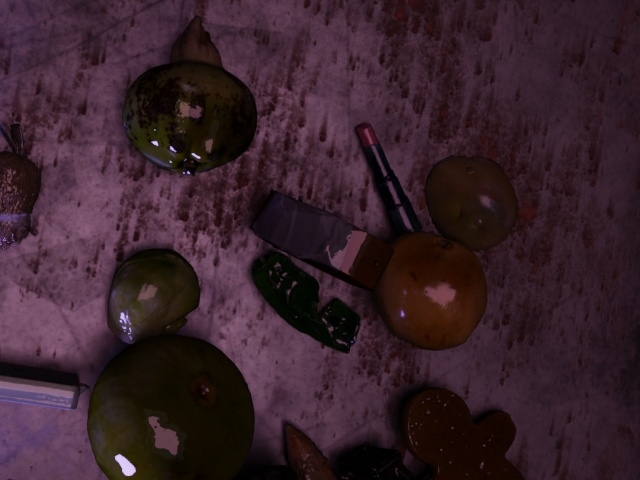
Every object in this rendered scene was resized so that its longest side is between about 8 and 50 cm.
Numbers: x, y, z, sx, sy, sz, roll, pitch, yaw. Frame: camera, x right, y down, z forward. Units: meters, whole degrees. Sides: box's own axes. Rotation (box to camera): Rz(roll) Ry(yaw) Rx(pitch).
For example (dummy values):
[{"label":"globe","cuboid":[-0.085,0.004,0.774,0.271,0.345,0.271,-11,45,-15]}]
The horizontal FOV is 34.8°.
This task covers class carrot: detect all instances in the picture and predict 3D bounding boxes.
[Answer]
[{"label":"carrot","cuboid":[-0.009,0.470,1.969,0.102,0.102,0.263,-25,94,-12]}]

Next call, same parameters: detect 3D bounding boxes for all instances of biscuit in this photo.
[{"label":"biscuit","cuboid":[0.299,0.469,2.044,0.283,0.064,0.432,-45,105,-24]}]

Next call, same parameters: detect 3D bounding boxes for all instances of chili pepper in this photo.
[{"label":"chili pepper","cuboid":[-0.028,0.121,1.929,0.253,0.083,0.099,40,87,-19]}]

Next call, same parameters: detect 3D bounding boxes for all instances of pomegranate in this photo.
[{"label":"pomegranate","cuboid":[0.207,0.095,1.918,0.233,0.233,0.233,-1,96,-15]},{"label":"pomegranate","cuboid":[-0.216,-0.250,1.775,0.222,0.204,0.277,17,93,-34]}]

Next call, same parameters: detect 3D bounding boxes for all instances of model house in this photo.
[{"label":"model house","cuboid":[0.094,0.464,1.938,0.165,0.106,0.152,-25,58,-40]}]

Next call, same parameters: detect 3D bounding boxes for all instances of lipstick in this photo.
[{"label":"lipstick","cuboid":[0.128,-0.119,1.969,0.053,0.053,0.234,-25,96,-12]}]

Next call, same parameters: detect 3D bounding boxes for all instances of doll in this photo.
[{"label":"doll","cuboid":[-0.537,-0.092,1.763,0.105,0.115,0.221,15,84,-6]}]

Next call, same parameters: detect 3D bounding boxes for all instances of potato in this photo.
[{"label":"potato","cuboid":[0.311,-0.072,1.986,0.182,0.117,0.202,-29,102,-8]}]

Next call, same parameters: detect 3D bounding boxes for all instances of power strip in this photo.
[{"label":"power strip","cuboid":[-0.542,0.246,1.781,0.270,0.118,0.046,11,92,-16]}]

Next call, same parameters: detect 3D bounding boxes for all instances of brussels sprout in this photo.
[{"label":"brussels sprout","cuboid":[-0.307,0.094,1.827,0.183,0.131,0.145,-34,136,-11]}]

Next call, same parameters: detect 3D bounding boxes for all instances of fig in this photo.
[{"label":"fig","cuboid":[-0.273,0.327,1.781,0.316,0.316,0.316,-1,96,-15]}]

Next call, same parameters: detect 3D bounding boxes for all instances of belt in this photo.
[{"label":"belt","cuboid":[0.000,0.000,1.851,0.261,0.184,0.105,28,87,15]}]

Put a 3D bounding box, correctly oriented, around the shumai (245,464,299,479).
[{"label":"shumai","cuboid":[-0.196,0.593,1.835,0.348,0.395,0.395,0,96,6]}]
